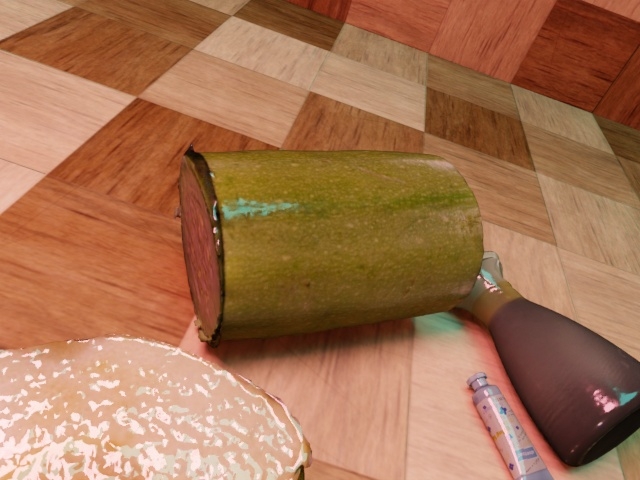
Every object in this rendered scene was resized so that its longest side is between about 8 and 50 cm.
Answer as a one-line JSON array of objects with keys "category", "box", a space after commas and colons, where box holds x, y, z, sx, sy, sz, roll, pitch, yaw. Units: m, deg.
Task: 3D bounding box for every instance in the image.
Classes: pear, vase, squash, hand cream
[{"category": "pear", "box": [-0.200, 0.263, 0.404, 0.386, 0.191, 0.340, 5, 46, -19]}, {"category": "vase", "box": [0.334, 0.162, 0.791, 0.173, 0.173, 0.321, -6, 40, -29]}, {"category": "squash", "box": [0.000, 0.000, 0.738, 0.384, 0.263, 0.263, -4, 46, -26]}, {"category": "hand cream", "box": [0.261, 0.268, 0.719, 0.065, 0.043, 0.170, -4, 50, -26]}]
